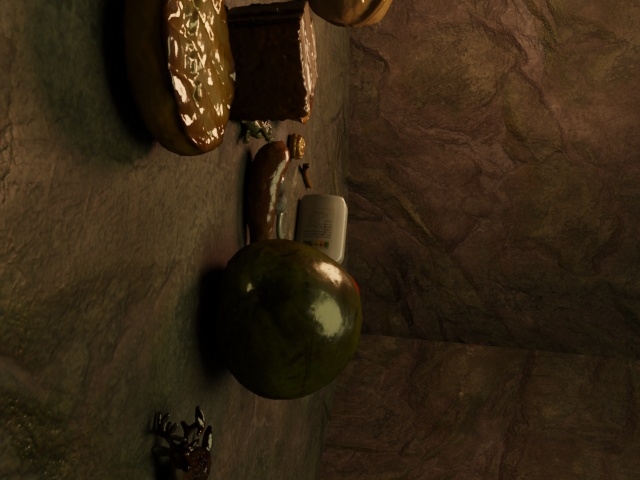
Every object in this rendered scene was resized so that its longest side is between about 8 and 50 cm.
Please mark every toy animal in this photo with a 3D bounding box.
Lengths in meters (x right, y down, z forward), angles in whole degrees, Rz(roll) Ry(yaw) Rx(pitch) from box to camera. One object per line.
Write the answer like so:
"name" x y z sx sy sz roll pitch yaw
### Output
"toy animal" -0.250 0.416 0.980 0.243 0.087 0.260 136 -42 -83
"toy animal" -0.158 -0.266 1.254 0.220 0.069 0.086 9 63 -86

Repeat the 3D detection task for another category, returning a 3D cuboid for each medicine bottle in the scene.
"medicine bottle" 0.000 0.000 1.978 0.124 0.179 0.325 57 37 -75

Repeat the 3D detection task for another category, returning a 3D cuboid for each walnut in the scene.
"walnut" 0.097 -0.895 1.778 0.381 0.380 0.382 4 90 -81

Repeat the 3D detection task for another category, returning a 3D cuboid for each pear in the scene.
"pear" -0.068 0.173 1.212 0.413 0.351 0.352 54 40 -62

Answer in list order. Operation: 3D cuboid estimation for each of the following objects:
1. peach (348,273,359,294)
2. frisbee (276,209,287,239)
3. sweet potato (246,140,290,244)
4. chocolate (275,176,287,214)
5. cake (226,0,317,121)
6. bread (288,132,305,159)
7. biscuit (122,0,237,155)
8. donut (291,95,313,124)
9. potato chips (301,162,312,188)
"peach" 0.050 0.256 2.270 0.232 0.232 0.257 64 13 -73
"frisbee" -0.120 -0.056 1.722 0.110 0.014 0.110 4 90 -82
"sweet potato" -0.143 -0.116 1.349 0.097 0.097 0.292 30 73 -80
"chocolate" -0.127 -0.138 1.468 0.167 0.072 0.072 85 12 -48
"cake" -0.111 -0.387 1.111 0.293 0.198 0.196 -81 166 -53
"bread" -0.078 -0.311 1.789 0.110 0.044 0.083 -12 107 -83
"biscuit" -0.208 -0.276 0.811 0.296 0.101 0.297 1 90 -83
"donut" -0.077 -0.430 1.615 0.217 0.085 0.141 -75 166 -47
"potato chips" -0.051 -0.243 2.032 0.204 0.037 0.026 84 23 -71
